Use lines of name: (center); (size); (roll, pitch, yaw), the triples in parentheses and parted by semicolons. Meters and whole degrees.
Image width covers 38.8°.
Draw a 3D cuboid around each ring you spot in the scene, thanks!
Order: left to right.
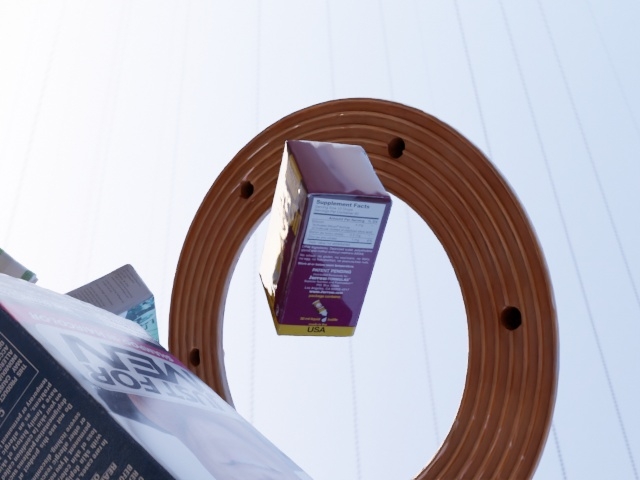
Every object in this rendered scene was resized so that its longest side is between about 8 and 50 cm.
ring: (0.013, 0.069, 0.630); (0.337, 0.032, 0.336); (-3, -95, 40)

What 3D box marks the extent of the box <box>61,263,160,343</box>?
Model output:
box: (-0.268, 0.187, 0.915); (0.232, 0.322, 0.058); (-26, -124, -25)

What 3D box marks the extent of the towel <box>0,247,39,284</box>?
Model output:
towel: (-0.375, 0.033, 0.924); (0.113, 0.152, 0.023); (-51, -177, 11)

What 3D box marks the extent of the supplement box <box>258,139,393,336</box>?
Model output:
supplement box: (0.000, 0.000, 0.452); (0.055, 0.043, 0.083); (-112, -150, -54)

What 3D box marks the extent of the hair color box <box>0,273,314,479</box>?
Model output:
hair color box: (-0.072, 0.156, 0.482); (0.347, 0.174, 0.105); (35, -89, 31)
